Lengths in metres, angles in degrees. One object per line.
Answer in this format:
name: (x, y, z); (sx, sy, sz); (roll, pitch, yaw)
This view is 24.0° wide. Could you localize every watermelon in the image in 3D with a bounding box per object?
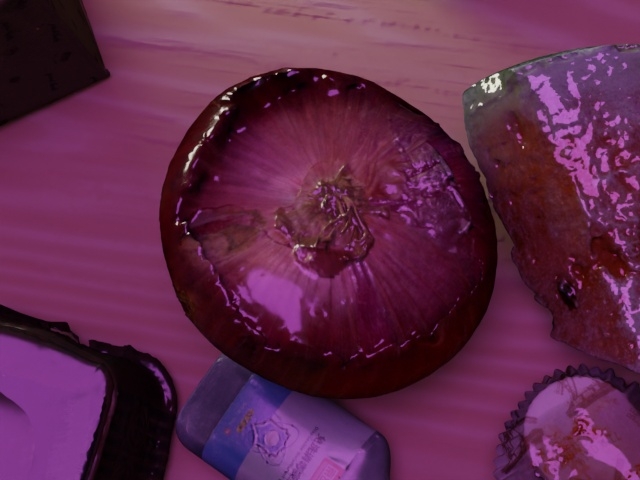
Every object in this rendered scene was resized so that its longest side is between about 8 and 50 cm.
watermelon: (0.196, -0.022, 1.062); (0.154, 0.094, 0.241); (-8, 83, -11)

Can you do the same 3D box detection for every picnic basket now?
picnic basket: (-0.230, 0.191, 1.053); (0.222, 0.129, 0.297); (17, 79, 2)

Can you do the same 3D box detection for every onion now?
onion: (0.005, -0.005, 1.065); (0.248, 0.161, 0.248); (0, 83, 3)

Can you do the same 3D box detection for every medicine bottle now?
medicine bottle: (-0.002, 0.161, 1.074); (0.208, 0.054, 0.090); (33, 83, 16)

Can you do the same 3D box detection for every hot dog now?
hot dog: (0.218, 0.200, 1.021); (0.131, 0.069, 0.253); (-34, 75, -10)

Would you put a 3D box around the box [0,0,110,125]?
box: (-0.350, -0.193, 1.165); (0.297, 0.190, 0.225); (-24, 72, 4)
